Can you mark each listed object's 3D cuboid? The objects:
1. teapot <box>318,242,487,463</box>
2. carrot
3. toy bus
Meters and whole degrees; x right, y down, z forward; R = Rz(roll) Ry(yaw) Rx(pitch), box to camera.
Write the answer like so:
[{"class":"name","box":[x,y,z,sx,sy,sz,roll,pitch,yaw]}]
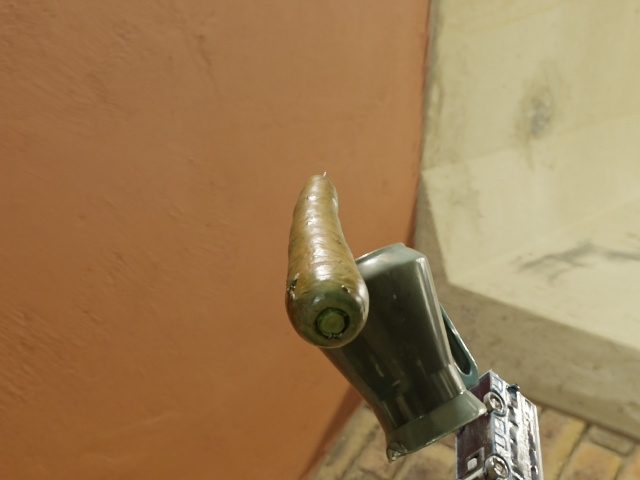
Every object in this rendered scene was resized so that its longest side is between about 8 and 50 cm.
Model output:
[{"class":"teapot","box":[0.098,0.130,1.150,0.203,0.171,0.225,-16,-105,-48]},{"class":"carrot","box":[0.000,0.000,0.967,0.298,0.078,0.078,-94,-6,-59]},{"class":"toy bus","box":[0.285,0.359,1.549,0.131,0.106,0.297,35,-146,-18]}]
